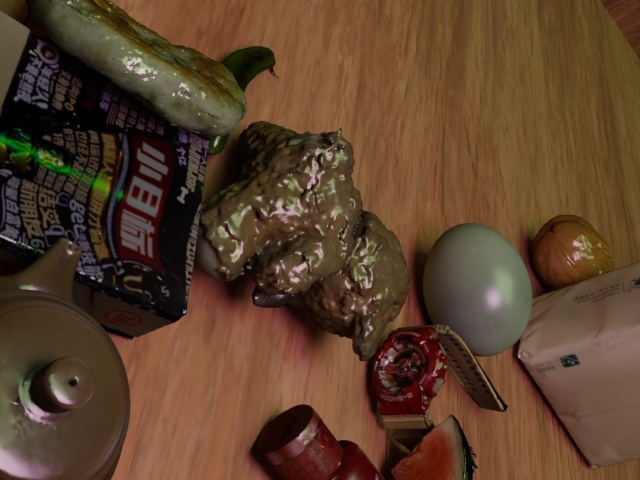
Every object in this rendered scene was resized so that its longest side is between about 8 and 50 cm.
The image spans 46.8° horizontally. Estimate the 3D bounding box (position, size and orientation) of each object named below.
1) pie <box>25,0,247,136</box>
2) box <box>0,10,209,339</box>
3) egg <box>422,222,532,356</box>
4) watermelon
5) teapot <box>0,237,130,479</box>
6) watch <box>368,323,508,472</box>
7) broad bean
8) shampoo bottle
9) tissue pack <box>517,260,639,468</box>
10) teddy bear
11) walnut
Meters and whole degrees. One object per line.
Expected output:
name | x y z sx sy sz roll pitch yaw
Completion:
pie | -0.169 -0.179 0.697 0.240 0.054 0.240 35 13 -9
box | -0.242 -0.063 0.605 0.310 0.084 0.198 30 49 -38
egg | 0.220 0.068 1.045 0.149 0.149 0.192 9 63 -48
watermelon | 0.125 0.277 0.837 0.094 0.125 0.135 14 33 6
teapot | -0.208 0.121 0.473 0.185 0.175 0.268 30 50 -35
watch | 0.166 0.214 0.965 0.268 0.102 0.165 49 46 -35
broad bean | -0.100 -0.180 0.882 0.069 0.039 0.227 55 37 -23
shampoo bottle | 0.052 0.308 0.769 0.314 0.076 0.118 56 37 -14
tissue pack | 0.563 0.184 1.216 0.297 0.380 0.207 51 35 -18
teddy bear | 0.000 0.000 0.810 0.256 0.156 0.267 58 26 -27
walnut | 0.474 0.042 1.386 0.180 0.144 0.144 49 40 -29
